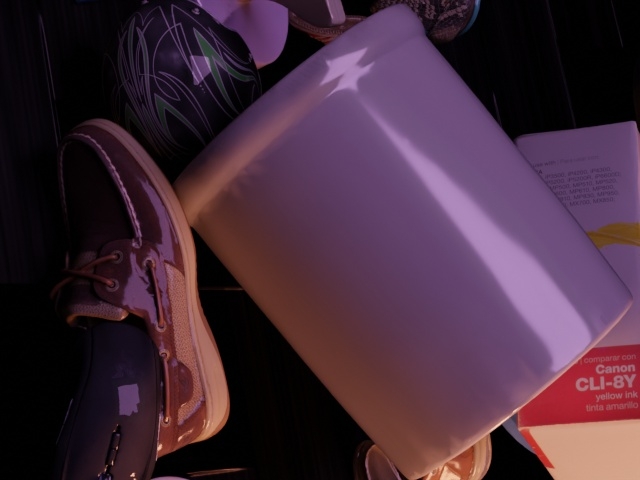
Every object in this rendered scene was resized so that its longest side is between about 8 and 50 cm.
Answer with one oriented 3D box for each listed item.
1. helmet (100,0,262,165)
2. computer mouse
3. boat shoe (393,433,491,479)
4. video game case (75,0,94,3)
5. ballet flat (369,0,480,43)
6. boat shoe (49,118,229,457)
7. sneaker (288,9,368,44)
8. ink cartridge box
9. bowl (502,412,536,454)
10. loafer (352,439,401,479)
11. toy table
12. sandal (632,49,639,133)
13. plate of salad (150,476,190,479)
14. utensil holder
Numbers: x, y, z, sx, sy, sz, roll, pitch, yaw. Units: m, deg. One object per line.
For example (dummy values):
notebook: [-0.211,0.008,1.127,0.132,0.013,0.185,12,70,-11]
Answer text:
helmet: [-0.152,-0.165,1.615,0.161,0.169,0.169,27,54,-58]
computer mouse: [-0.166,0.215,1.427,0.184,0.060,0.262,18,78,-19]
boat shoe: [0.112,0.145,1.800,0.116,0.123,0.324,-15,90,-42]
video game case: [-0.252,-0.347,1.692,0.119,0.015,0.166,-20,89,-49]
ballet flat: [0.132,-0.495,2.090,0.182,0.164,0.482,16,63,-21]
boat shoe: [-0.198,0.050,1.510,0.123,0.123,0.342,-21,97,-51]
sneaker: [0.009,-0.260,1.932,0.118,0.067,0.042,11,65,-12]
ink cartridge box: [0.342,0.086,1.871,0.279,0.160,0.384,49,38,-57]
bowl: [0.325,0.115,2.089,0.391,0.077,0.391,21,60,-42]
loafer: [0.082,0.298,1.764,0.056,0.050,0.148,-19,89,-50]
toy table: [-0.073,-0.351,1.782,0.252,0.161,0.274,-33,100,-49]
sandal: [0.595,-0.136,2.467,0.167,0.107,0.445,23,58,-40]
plate of salad: [-0.134,0.331,1.514,0.200,0.048,0.200,21,60,-42]
utensil holder: [0.083,0.007,1.590,0.385,0.327,0.327,51,41,3]
